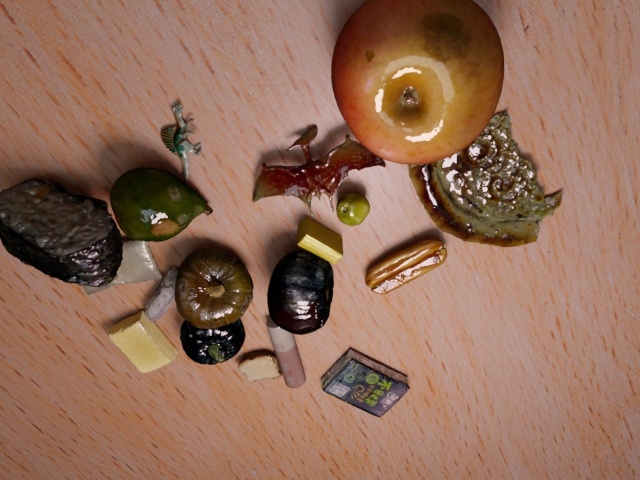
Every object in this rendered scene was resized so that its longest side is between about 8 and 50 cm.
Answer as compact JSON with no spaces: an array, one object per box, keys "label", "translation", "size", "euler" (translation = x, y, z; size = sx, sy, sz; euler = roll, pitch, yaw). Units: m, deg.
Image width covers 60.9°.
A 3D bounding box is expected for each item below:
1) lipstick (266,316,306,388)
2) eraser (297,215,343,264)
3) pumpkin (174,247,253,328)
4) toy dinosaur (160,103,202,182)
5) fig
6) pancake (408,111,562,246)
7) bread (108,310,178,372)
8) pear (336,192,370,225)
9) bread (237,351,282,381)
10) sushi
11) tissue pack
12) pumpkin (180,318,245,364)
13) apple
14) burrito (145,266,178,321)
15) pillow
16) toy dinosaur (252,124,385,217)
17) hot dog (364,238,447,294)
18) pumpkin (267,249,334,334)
[{"label":"lipstick","translation":[-0.104,0.342,1.672],"size":[0.070,0.070,0.254],"euler":[-10,121,6]},{"label":"eraser","translation":[0.000,0.000,1.448],"size":[0.122,0.097,0.045],"euler":[30,116,-19]},{"label":"pumpkin","translation":[-0.285,0.135,1.464],"size":[0.219,0.162,0.219],"euler":[1,86,-16]},{"label":"toy dinosaur","translation":[-0.347,-0.237,1.337],"size":[0.106,0.044,0.187],"euler":[31,130,-3]},{"label":"fig","translation":[-0.394,-0.090,1.364],"size":[0.245,0.195,0.195],"euler":[-10,129,-36]},{"label":"pancake","translation":[0.429,-0.119,1.396],"size":[0.305,0.067,0.427],"euler":[-36,114,18]},{"label":"bread","translation":[-0.539,0.312,1.653],"size":[0.125,0.068,0.188],"euler":[-23,120,13]},{"label":"pear","translation":[0.079,-0.079,1.399],"size":[0.097,0.092,0.092],"euler":[14,125,-43]},{"label":"bread","translation":[-0.191,0.398,1.725],"size":[0.129,0.044,0.126],"euler":[-16,128,6]},{"label":"sushi","translation":[-0.641,-0.015,1.341],"size":[0.350,0.211,0.171],"euler":[21,138,17]},{"label":"tissue pack","translation":[0.144,0.460,1.745],"size":[0.235,0.073,0.173],"euler":[28,118,-17]},{"label":"pumpkin","translation":[-0.317,0.277,1.594],"size":[0.194,0.150,0.194],"euler":[1,100,4]},{"label":"apple","translation":[0.198,-0.329,1.113],"size":[0.364,0.364,0.364],"euler":[0,122,0]},{"label":"burrito","translation":[-0.448,0.159,1.564],"size":[0.064,0.064,0.203],"euler":[30,118,-17]},{"label":"pillow","translation":[-0.569,0.070,1.516],"size":[0.229,0.050,0.148],"euler":[-12,127,3]},{"label":"toy dinosaur","translation":[-0.023,-0.158,1.364],"size":[0.327,0.113,0.206],"euler":[-41,88,10]},{"label":"hot dog","translation":[0.231,0.067,1.508],"size":[0.249,0.068,0.100],"euler":[-30,128,19]},{"label":"pumpkin","translation":[-0.050,0.140,1.458],"size":[0.163,0.233,0.233],"euler":[6,122,11]}]
